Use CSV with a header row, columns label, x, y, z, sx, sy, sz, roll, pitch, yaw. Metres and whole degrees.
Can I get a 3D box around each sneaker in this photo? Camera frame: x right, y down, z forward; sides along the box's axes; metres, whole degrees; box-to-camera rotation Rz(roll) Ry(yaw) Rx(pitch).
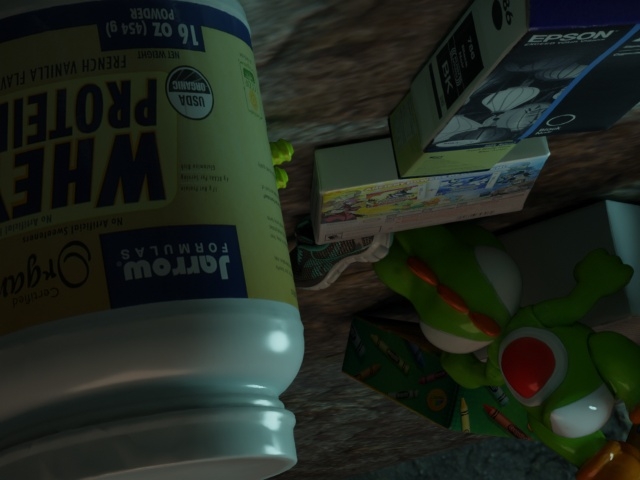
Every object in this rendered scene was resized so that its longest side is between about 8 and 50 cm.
label,x,y,z,sx,sy,sz,roll,pitch,yaw
sneaker,0.000,0.000,1.874,0.076,0.065,0.166,18,150,-30

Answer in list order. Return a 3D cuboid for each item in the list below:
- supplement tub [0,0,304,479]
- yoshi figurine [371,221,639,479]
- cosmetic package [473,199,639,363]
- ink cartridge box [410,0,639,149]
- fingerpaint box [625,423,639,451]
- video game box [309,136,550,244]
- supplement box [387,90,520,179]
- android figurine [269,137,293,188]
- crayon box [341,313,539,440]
label,x,y,z,sx,sy,sz,roll,pitch,yaw
supplement tub,-0.135,0.005,1.207,0.228,0.316,0.228,-10,167,-2
yoshi figurine,0.216,0.095,1.952,0.203,0.362,0.203,-49,178,-24
cosmetic package,0.295,0.055,2.118,0.225,0.138,0.224,-18,165,35
ink cartridge box,0.187,-0.150,1.363,0.165,0.065,0.332,-6,165,-14
fingerpaint box,0.545,0.128,2.102,0.163,0.371,0.445,33,154,-10
video game box,0.093,-0.053,1.718,0.205,0.048,0.187,-10,168,-5
supplement box,0.109,-0.091,1.550,0.083,0.056,0.083,-7,166,-15
android figurine,-0.151,-0.021,1.537,0.273,0.056,0.248,-20,163,-14
crayon box,0.164,0.166,2.302,0.165,0.081,0.278,9,-174,-28
